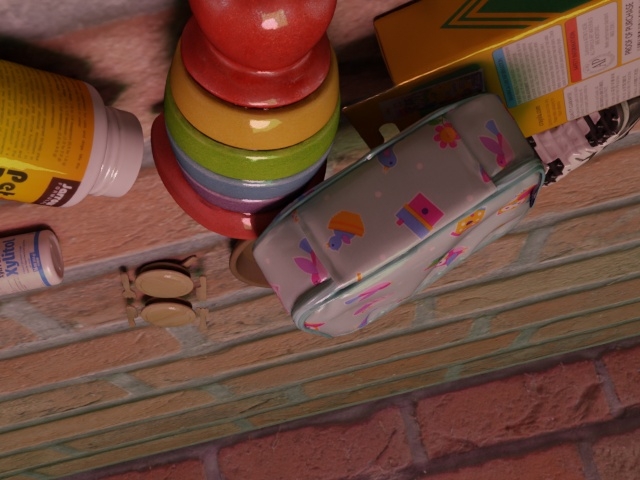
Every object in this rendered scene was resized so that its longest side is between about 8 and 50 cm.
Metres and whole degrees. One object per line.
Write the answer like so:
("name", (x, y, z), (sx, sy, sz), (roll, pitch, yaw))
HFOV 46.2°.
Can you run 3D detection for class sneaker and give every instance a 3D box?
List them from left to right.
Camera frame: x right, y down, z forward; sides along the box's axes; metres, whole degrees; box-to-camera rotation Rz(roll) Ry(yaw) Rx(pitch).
("sneaker", (0.323, -0.133, 0.930), (0.106, 0.078, 0.234), (-25, 173, -23))

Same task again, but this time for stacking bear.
("stacking bear", (-0.055, -0.138, 0.623), (0.175, 0.164, 0.289), (-8, 152, -13))

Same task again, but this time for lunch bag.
("lunch bag", (0.087, -0.013, 0.733), (0.279, 0.108, 0.224), (-32, 162, 3))

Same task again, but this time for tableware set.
("tableware set", (-0.237, 0.081, 1.164), (0.128, 0.039, 0.194), (2, 149, -7))

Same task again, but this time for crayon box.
("crayon box", (0.190, -0.179, 0.747), (0.323, 0.083, 0.203), (-21, 156, 14))

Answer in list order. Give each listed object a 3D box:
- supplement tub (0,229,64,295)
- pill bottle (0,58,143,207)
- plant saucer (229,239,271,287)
("supplement tub", (-0.377, 0.029, 0.921), (0.107, 0.071, 0.071), (-12, 157, -7))
("pill bottle", (-0.266, -0.093, 0.640), (0.215, 0.117, 0.117), (8, 149, -42))
("plant saucer", (0.000, 0.000, 1.107), (0.278, 0.041, 0.278), (-11, 156, -5))
